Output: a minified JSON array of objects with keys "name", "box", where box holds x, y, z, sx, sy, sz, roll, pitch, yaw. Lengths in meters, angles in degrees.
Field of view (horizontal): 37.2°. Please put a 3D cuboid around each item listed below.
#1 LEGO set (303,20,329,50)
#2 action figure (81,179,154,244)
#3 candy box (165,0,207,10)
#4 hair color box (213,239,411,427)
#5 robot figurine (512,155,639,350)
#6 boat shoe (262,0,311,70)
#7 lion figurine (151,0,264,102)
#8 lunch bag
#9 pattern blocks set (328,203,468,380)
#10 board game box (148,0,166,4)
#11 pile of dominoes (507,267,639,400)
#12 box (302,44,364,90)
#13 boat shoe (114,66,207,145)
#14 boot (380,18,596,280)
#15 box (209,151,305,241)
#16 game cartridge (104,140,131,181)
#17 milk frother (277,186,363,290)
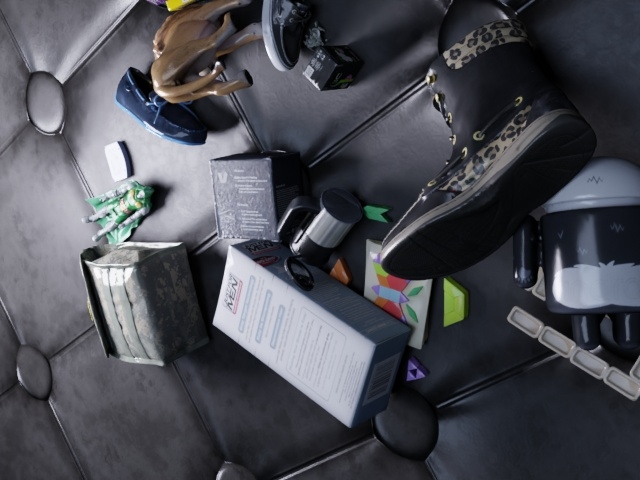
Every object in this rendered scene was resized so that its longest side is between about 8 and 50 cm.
[{"name":"LEGO set","box":[-0.009,-0.351,1.712,0.054,0.023,0.083,-15,92,38]},{"name":"action figure","box":[-0.434,-0.069,2.078,0.232,0.063,0.137,-29,95,41]},{"name":"candy box","box":[-0.180,-0.471,1.759,0.205,0.105,0.027,-11,102,39]},{"name":"hair color box","box":[-0.026,0.160,1.776,0.374,0.113,0.185,32,121,32]},{"name":"robot figurine","box":[0.409,0.018,1.384,0.173,0.209,0.278,-9,83,62]},{"name":"boat shoe","box":[-0.051,-0.420,1.699,0.076,0.080,0.229,4,96,38]},{"name":"lion figurine","box":[-0.228,-0.331,1.696,0.240,0.392,0.142,-19,111,16]},{"name":"lunch bag","box":[-0.406,0.130,2.042,0.287,0.169,0.235,0,107,42]},{"name":"pattern blocks set","box":[0.134,0.095,1.715,0.285,0.026,0.325,0,101,37]},{"name":"board game box","box":[-0.339,-0.513,1.606,0.208,0.346,0.056,-14,68,38]},{"name":"pile of dominoes","box":[0.433,0.099,1.483,0.251,0.040,0.196,34,102,23]},{"name":"box","box":[0.023,-0.302,1.662,0.052,0.083,0.062,48,125,19]},{"name":"boat shoe","box":[-0.328,-0.274,1.921,0.258,0.109,0.089,31,115,25]},{"name":"boot","box":[0.218,-0.137,1.441,0.377,0.138,0.284,-45,39,33]},{"name":"box","box":[-0.119,-0.085,1.818,0.155,0.093,0.158,3,104,37]},{"name":"game cartridge","box":[-0.443,-0.174,2.089,0.056,0.017,0.083,-13,94,42]},{"name":"milk frother","box":[0.000,0.000,1.704,0.135,0.129,0.143,-54,46,42]}]
